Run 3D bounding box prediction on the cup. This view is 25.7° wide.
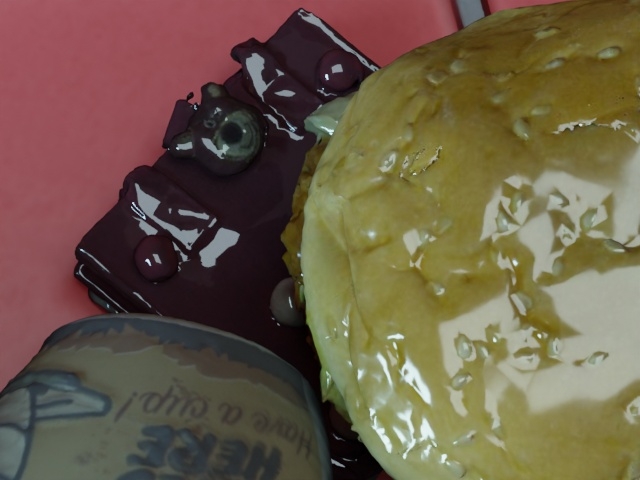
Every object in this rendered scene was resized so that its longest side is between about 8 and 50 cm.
[{"bbox_3d":[-0.051,0.175,0.601,0.301,0.227,0.257,9,64,11],"label":"cup"}]

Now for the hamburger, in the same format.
[{"bbox_3d":[0.129,0.010,0.657,0.283,0.144,0.259,-16,80,2],"label":"hamburger"}]

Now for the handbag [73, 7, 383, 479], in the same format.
[{"bbox_3d":[0.001,-0.001,0.765,0.216,0.074,0.203,40,66,-1],"label":"handbag"}]
